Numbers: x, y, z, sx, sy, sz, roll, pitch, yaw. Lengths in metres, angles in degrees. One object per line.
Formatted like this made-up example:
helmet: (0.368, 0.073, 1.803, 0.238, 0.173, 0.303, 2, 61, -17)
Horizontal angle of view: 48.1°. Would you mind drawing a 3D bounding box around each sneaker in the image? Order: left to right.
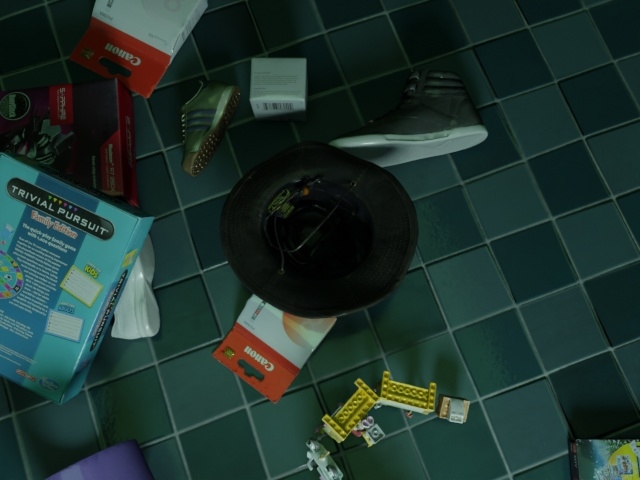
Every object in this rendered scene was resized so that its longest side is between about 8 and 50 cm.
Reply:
sneaker: (-0.340, 0.066, 1.246, 0.094, 0.080, 0.212, -9, 76, 10)
sneaker: (-0.226, -0.214, 1.326, 0.086, 0.064, 0.192, 22, 76, 14)
sneaker: (0.145, -0.226, 1.307, 0.295, 0.104, 0.147, -10, 73, -8)

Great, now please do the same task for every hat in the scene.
hat: (0.000, 0.000, 1.231, 0.331, 0.134, 0.331, -2, 67, 5)

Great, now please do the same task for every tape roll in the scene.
tape roll: (-0.354, 0.385, 1.098, 0.189, 0.189, 0.080, -27, 76, -7)

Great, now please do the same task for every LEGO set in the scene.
LEGO set: (0.094, 0.290, 1.172, 0.287, 0.107, 0.132, -18, 71, -24)

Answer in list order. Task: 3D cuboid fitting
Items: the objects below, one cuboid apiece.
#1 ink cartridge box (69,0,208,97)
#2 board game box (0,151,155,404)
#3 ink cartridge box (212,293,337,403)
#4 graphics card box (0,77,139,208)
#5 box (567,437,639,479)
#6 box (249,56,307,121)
ink cartridge box: (-0.353, -0.417, 1.383, 0.189, 0.066, 0.232, 27, 73, 7)
board game box: (-0.460, 0.061, 1.185, 0.253, 0.079, 0.336, 25, 95, 3)
ink cartridge box: (-0.080, 0.163, 1.231, 0.145, 0.045, 0.179, 35, 76, 10)
graphics card box: (-0.526, -0.153, 1.292, 0.370, 0.094, 0.233, -6, 76, 0)
box: (0.493, 0.438, 1.153, 0.159, 0.044, 0.233, 0, 75, 0)
box: (-0.074, -0.276, 1.318, 0.101, 0.102, 0.087, 0, 77, 1)
